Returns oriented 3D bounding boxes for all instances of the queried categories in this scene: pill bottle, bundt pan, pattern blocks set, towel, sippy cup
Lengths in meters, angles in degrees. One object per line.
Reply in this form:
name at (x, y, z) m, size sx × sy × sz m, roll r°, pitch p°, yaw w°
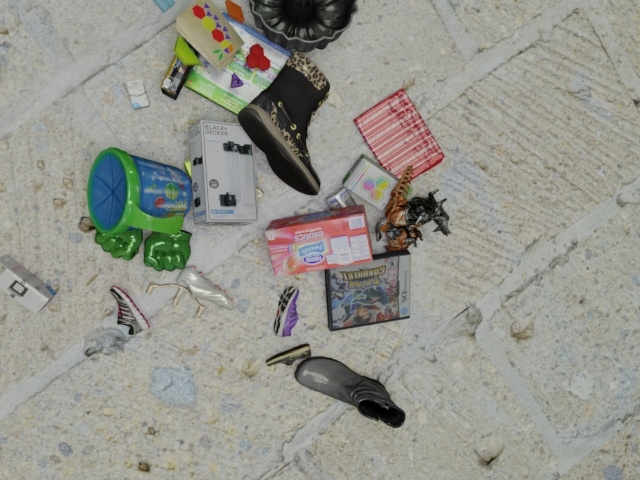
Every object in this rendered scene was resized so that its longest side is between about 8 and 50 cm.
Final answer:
pill bottle at (0.083, -0.094, 1.920) m, size 0.078 × 0.078 × 0.137 m, roll -35°, pitch 102°, yaw -6°
bundt pan at (-0.058, -0.695, 1.775) m, size 0.331 × 0.124 × 0.330 m, roll 2°, pitch 77°, yaw -10°
pattern blocks set at (-0.304, -0.576, 1.695) m, size 0.285 × 0.026 × 0.324 m, roll -45°, pitch 108°, yaw -38°
towel at (0.256, -0.324, 1.956) m, size 0.199 × 0.031 × 0.274 m, roll -34°, pitch 100°, yaw -4°
sippy cup at (-0.492, -0.129, 1.690) m, size 0.224 × 0.240 × 0.305 m, roll 0°, pitch 68°, yaw -46°

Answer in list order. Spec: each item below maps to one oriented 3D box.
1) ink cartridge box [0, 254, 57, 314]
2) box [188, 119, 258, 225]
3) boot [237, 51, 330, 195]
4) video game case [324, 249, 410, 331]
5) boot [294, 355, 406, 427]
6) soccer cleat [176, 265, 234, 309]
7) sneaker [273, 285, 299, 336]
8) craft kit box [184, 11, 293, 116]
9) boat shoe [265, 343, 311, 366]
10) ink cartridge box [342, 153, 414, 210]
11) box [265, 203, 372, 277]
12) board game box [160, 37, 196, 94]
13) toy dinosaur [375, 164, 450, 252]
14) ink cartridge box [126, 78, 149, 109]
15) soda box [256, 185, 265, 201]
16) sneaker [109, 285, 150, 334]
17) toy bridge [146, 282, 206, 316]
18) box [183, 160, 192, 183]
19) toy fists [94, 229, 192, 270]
ink cartridge box at (-0.859, 0.126, 1.740) m, size 0.180 × 0.104 × 0.060 m, roll 41°, pitch 88°, yaw -12°
box at (-0.279, -0.190, 1.742) m, size 0.169 × 0.087 × 0.289 m, roll 0°, pitch 83°, yaw -35°
boot at (-0.060, -0.342, 1.818) m, size 0.377 × 0.138 × 0.284 m, roll 49°, pitch 61°, yaw -39°
video game case at (0.154, 0.162, 1.940) m, size 0.275 × 0.035 × 0.248 m, roll -9°, pitch 118°, yaw -9°
boot at (0.095, 0.473, 1.909) m, size 0.338 × 0.223 × 0.118 m, roll 17°, pitch 93°, yaw -13°
soccer cleat at (-0.352, 0.159, 1.864) m, size 0.196 × 0.068 × 0.076 m, roll 40°, pitch 74°, yaw -5°
sneaker at (-0.098, 0.227, 1.936) m, size 0.071 × 0.068 × 0.169 m, roll 11°, pitch 103°, yaw -27°
craft kit box at (-0.240, -0.509, 1.824) m, size 0.250 × 0.061 × 0.246 m, roll 28°, pitch 87°, yaw -13°
boat shoe at (-0.100, 0.378, 1.945) m, size 0.152 × 0.056 × 0.049 m, roll -19°, pitch 94°, yaw -9°
ink cartridge box at (0.186, -0.170, 1.925) m, size 0.209 × 0.062 × 0.109 m, roll 33°, pitch 110°, yaw -13°
box at (0.000, 0.000, 1.837) m, size 0.300 × 0.142 × 0.154 m, roll -11°, pitch 105°, yaw 7°
board game box at (-0.402, -0.497, 1.746) m, size 0.048 × 0.141 × 0.170 m, roll 25°, pitch 91°, yaw -12°
toy dinosaur at (0.280, -0.072, 1.903) m, size 0.219 × 0.322 × 0.164 m, roll -7°, pitch 53°, yaw -8°
ink cartridge box at (-0.538, -0.431, 1.783) m, size 0.048 × 0.028 × 0.083 m, roll -17°, pitch 99°, yaw -10°
soda box at (-0.260, -0.179, 1.852) m, size 0.181 × 0.058 × 0.061 m, roll 40°, pitch 87°, yaw -12°
sneaker at (-0.589, 0.216, 1.824) m, size 0.075 × 0.063 × 0.170 m, roll -35°, pitch 106°, yaw -12°
toy bridge at (-0.437, 0.171, 1.870) m, size 0.188 × 0.026 × 0.063 m, roll 26°, pitch 89°, yaw -13°
box at (-0.353, -0.155, 1.809) m, size 0.042 × 0.109 × 0.178 m, roll -25°, pitch 100°, yaw -11°
toy fists at (-0.524, 0.008, 1.800) m, size 0.279 × 0.096 × 0.142 m, roll 19°, pitch 93°, yaw -14°
